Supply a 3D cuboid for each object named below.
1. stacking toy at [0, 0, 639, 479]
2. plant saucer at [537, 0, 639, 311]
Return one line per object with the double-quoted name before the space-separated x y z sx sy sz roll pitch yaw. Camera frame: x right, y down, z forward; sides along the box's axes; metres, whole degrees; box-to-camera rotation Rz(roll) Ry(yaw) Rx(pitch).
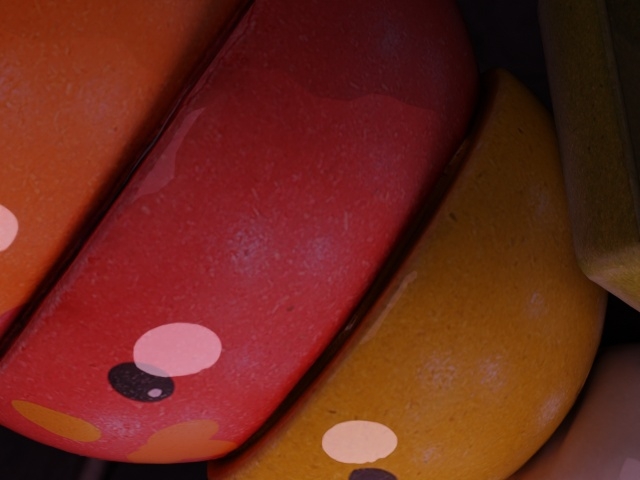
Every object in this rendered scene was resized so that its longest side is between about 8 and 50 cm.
"stacking toy" 0.000 0.000 0.771 0.480 0.350 0.350 34 91 -5
"plant saucer" 0.150 -0.026 0.762 0.045 0.188 0.188 -28 49 31
